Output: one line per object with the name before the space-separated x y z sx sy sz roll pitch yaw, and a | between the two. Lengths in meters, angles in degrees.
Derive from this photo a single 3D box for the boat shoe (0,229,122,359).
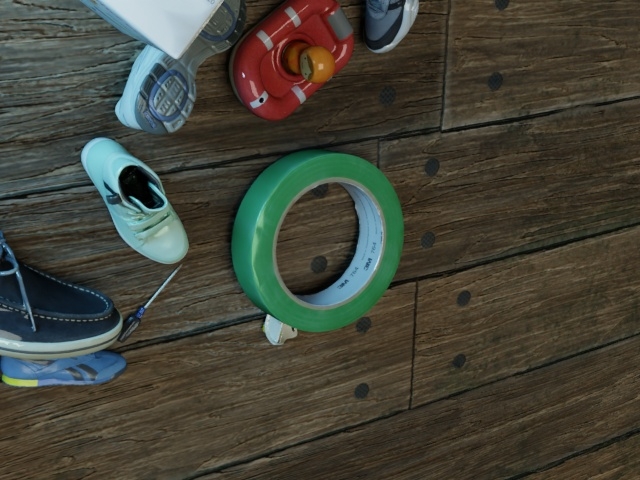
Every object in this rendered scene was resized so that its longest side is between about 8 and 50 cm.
boat shoe | -0.503 0.046 1.343 0.500 0.187 0.156 21 104 -31

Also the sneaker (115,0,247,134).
sneaker | -0.221 -0.291 1.421 0.111 0.129 0.297 45 65 -34

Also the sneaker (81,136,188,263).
sneaker | -0.270 -0.037 1.468 0.094 0.151 0.256 -41 127 -12

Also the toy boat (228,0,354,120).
toy boat | -0.031 -0.290 1.507 0.231 0.151 0.151 -43 125 -10

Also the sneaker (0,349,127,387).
sneaker | -0.412 0.189 1.528 0.209 0.069 0.082 2 105 -32

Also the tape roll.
tape roll | 0.000 0.000 1.670 0.321 0.077 0.321 -8 105 -32

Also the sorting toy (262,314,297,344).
sorting toy | -0.063 0.151 1.747 0.075 0.045 0.083 13 94 -47

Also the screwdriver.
screwdriver | -0.293 0.103 1.599 0.025 0.024 0.170 36 82 -8

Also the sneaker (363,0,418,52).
sneaker | 0.089 -0.426 1.517 0.153 0.101 0.268 -15 137 -39

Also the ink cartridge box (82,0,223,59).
ink cartridge box | -0.249 -0.379 1.283 0.171 0.233 0.168 35 89 -36
